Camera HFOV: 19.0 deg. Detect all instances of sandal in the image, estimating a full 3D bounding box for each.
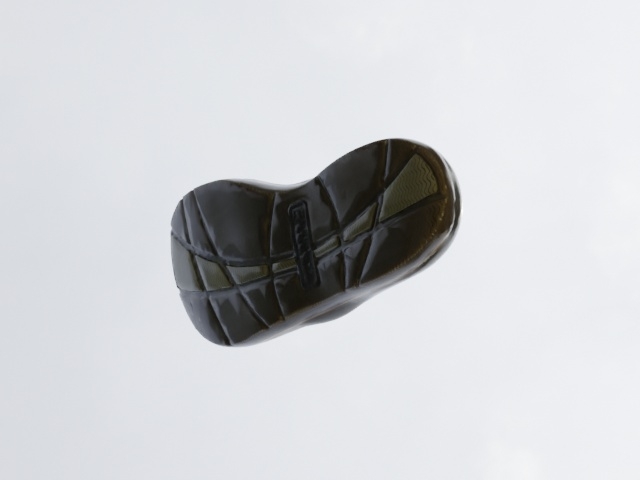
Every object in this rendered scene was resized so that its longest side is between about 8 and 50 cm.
[{"bbox_3d":[0.000,0.000,0.958,0.060,0.219,0.090,3,-107,-41],"label":"sandal"}]
